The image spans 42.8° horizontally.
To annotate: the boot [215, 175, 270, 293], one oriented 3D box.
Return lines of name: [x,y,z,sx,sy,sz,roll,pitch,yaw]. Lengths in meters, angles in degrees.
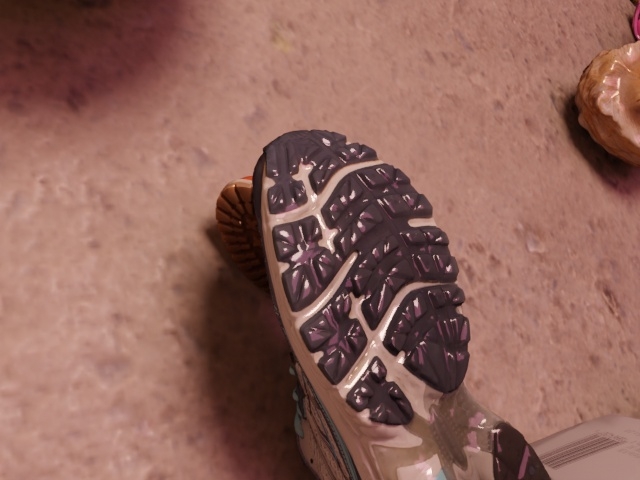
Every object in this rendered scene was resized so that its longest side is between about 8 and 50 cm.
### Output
boot: [0.000,0.000,0.523,0.158,0.059,0.085,41,40,-28]

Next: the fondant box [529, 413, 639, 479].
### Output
fondant box: [0.228,0.277,0.465,0.096,0.238,0.330,-21,81,-1]

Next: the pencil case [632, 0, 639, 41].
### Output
pencil case: [0.507,-0.301,1.123,0.098,0.095,0.209,37,38,26]

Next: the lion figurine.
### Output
lion figurine: [0.422,-0.205,0.936,0.240,0.142,0.392,40,53,-14]

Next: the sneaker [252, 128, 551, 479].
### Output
sneaker: [0.018,0.081,0.446,0.110,0.122,0.283,-26,95,-39]

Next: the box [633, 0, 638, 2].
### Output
box: [0.545,-0.492,1.085,0.079,0.322,0.257,42,46,-19]
